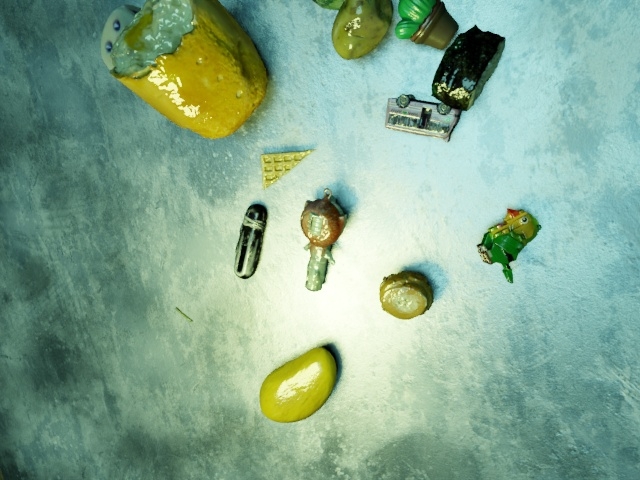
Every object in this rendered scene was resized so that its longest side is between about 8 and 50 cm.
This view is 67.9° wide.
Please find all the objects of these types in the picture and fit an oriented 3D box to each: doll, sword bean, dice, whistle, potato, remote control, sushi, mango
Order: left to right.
[{"bbox_3d":[-0.553,-0.601,1.490,0.194,0.193,0.192,43,116,19],"label":"dice"},{"bbox_3d":[-0.514,0.281,1.789,0.083,0.012,0.012,38,112,6],"label":"sword bean"},{"bbox_3d":[-0.242,0.008,1.598,0.090,0.066,0.266,17,108,11],"label":"remote control"},{"bbox_3d":[-0.070,0.503,1.611,0.331,0.142,0.195,-34,94,20],"label":"mango"},{"bbox_3d":[-0.001,0.000,1.484,0.142,0.134,0.346,13,114,7],"label":"whistle"},{"bbox_3d":[0.108,-0.589,1.281,0.137,0.154,0.200,62,146,27],"label":"potato"},{"bbox_3d":[0.373,-0.441,1.211,0.127,0.124,0.225,29,71,17],"label":"sushi"},{"bbox_3d":[0.519,0.004,1.304,0.134,0.106,0.186,34,95,4],"label":"doll"}]

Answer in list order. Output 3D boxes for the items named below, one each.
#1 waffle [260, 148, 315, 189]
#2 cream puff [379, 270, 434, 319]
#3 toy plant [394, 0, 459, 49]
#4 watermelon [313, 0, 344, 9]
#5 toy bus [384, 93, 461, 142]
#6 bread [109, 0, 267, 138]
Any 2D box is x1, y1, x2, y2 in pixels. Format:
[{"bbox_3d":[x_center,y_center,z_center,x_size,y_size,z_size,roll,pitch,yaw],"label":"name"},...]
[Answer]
[{"bbox_3d":[-0.100,-0.224,1.513,0.191,0.032,0.125,2,101,21],"label":"waffle"},{"bbox_3d":[0.257,0.159,1.429,0.165,0.115,0.150,30,117,1],"label":"cream puff"},{"bbox_3d":[0.263,-0.587,1.257,0.200,0.105,0.143,35,105,-1],"label":"toy plant"},{"bbox_3d":[0.063,-0.752,1.276,0.260,0.256,0.176,26,65,20],"label":"watermelon"},{"bbox_3d":[0.282,-0.342,1.316,0.199,0.096,0.108,16,111,18],"label":"toy bus"},{"bbox_3d":[-0.338,-0.491,1.358,0.361,0.394,0.250,-47,43,5],"label":"bread"}]
